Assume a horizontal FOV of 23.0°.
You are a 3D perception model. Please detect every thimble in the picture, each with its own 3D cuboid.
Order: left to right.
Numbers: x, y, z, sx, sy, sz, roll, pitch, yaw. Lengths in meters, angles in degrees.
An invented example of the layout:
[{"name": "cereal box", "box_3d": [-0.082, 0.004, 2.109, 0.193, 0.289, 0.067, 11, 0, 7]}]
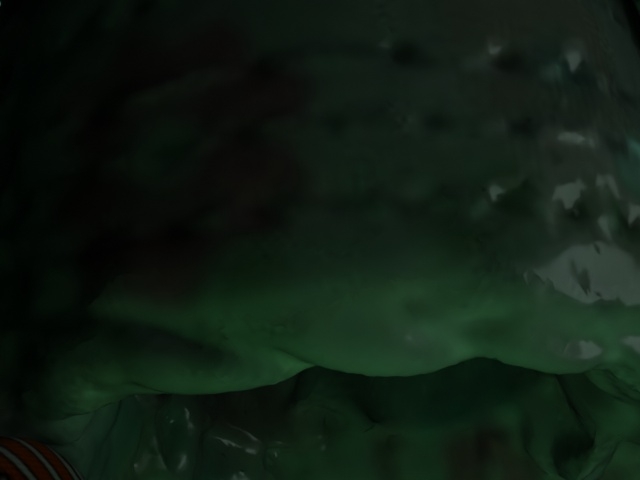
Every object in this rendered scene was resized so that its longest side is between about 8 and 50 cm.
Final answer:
[{"name": "thimble", "box_3d": [0.000, 0.000, 0.439, 0.211, 0.185, 0.149, 7, 60, -26]}]

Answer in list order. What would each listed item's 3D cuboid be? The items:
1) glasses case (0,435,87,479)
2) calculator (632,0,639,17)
[{"name": "glasses case", "box_3d": [-0.051, 0.173, 0.346, 0.103, 0.067, 0.267, -56, 134, -69]}, {"name": "calculator", "box_3d": [0.123, -0.083, 0.522, 0.303, 0.042, 0.188, 51, 17, -45]}]
